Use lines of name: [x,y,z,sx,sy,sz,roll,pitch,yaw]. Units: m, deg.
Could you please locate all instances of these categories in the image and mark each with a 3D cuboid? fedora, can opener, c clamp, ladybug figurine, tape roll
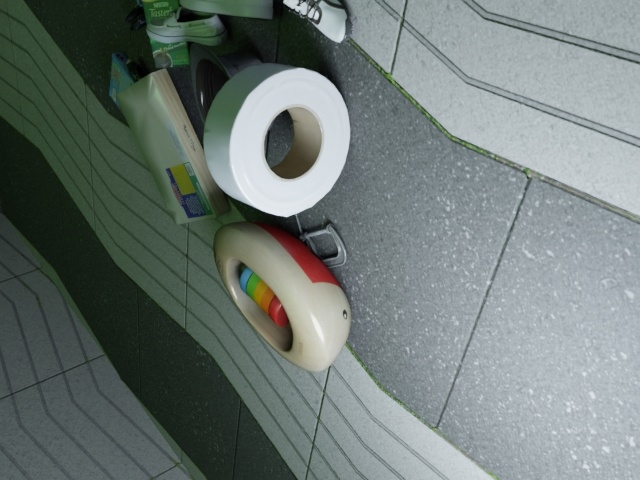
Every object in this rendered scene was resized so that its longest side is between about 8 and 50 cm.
fedora: [-0.180,-0.319,1.687,0.244,0.124,0.275,38,145,41]
can opener: [-0.483,-0.593,2.025,0.186,0.073,0.059,17,130,61]
c clamp: [0.000,0.000,1.712,0.161,0.022,0.137,-4,105,56]
ladybug figurine: [-0.085,0.106,1.755,0.449,0.162,0.305,43,147,32]
tape roll: [-0.080,-0.194,1.474,0.100,0.286,0.286,23,127,46]

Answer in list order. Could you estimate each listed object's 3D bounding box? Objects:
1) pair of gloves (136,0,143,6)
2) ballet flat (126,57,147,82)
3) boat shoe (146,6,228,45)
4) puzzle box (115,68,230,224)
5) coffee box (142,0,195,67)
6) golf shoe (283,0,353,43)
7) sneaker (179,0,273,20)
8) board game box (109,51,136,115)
pair of gloves: [-0.459,-0.689,1.926,0.159,0.023,0.198,12,103,48]
ballet flat: [-0.483,-0.447,2.127,0.049,0.057,0.173,-43,74,20]
boat shoe: [-0.315,-0.508,1.773,0.226,0.083,0.075,10,138,25]
puzzle box: [-0.406,-0.241,2.078,0.272,0.052,0.408,-5,112,55]
coffee box: [-0.372,-0.521,1.881,0.113,0.040,0.184,4,114,25]
golf shoe: [-0.021,-0.434,1.425,0.198,0.094,0.077,52,143,20]
sneaker: [-0.196,-0.539,1.623,0.290,0.106,0.123,20,112,42]
board game box: [-0.552,-0.422,2.236,0.211,0.039,0.160,51,143,23]
